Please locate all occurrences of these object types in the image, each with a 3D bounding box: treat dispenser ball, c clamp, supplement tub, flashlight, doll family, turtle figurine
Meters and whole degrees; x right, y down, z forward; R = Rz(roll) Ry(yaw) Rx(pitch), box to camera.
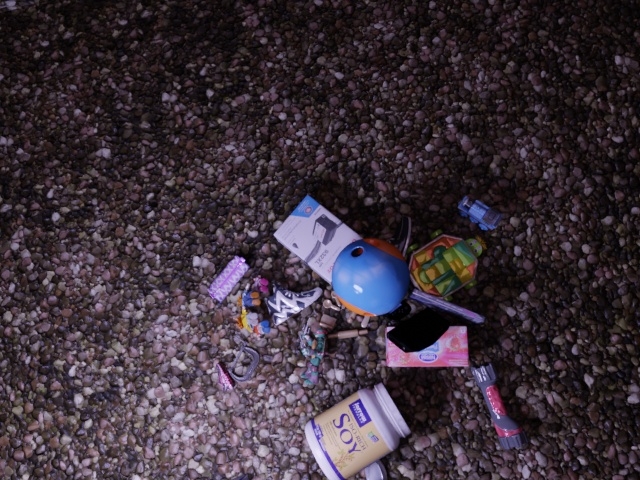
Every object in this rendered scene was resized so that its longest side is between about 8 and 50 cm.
[{"bbox_3d":[0.184,0.135,1.768,0.288,0.288,0.288,-1,78,4],"label":"treat dispenser ball"},{"bbox_3d":[-0.322,0.487,1.945,0.137,0.022,0.161,23,79,4],"label":"c clamp"},{"bbox_3d":[0.137,0.695,1.750,0.331,0.241,0.241,-31,77,-2],"label":"supplement tub"},{"bbox_3d":[0.671,0.613,1.795,0.103,0.103,0.304,-18,78,2],"label":"flashlight"},{"bbox_3d":[-0.286,0.267,1.923,0.118,0.163,0.263,4,77,-26],"label":"doll family"},{"bbox_3d":[-0.028,0.427,1.862,0.118,0.175,0.234,6,90,3],"label":"turtle figurine"}]

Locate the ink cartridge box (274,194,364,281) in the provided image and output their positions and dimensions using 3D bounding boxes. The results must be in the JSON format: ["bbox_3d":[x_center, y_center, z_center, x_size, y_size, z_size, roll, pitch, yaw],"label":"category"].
[{"bbox_3d":[0.000,0.000,1.966,0.307,0.129,0.223,39,84,11],"label":"ink cartridge box"}]

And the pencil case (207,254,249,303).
[{"bbox_3d":[-0.383,0.156,1.984,0.086,0.088,0.206,36,82,9],"label":"pencil case"}]

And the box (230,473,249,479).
[{"bbox_3d":[-0.301,0.965,1.785,0.072,0.126,0.137,-20,77,2],"label":"box"}]

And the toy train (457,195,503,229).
[{"bbox_3d":[0.646,-0.113,1.951,0.184,0.105,0.080,36,83,11],"label":"toy train"}]

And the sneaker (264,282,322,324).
[{"bbox_3d":[-0.121,0.220,1.946,0.235,0.094,0.153,-33,86,7],"label":"sneaker"}]

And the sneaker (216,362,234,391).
[{"bbox_3d":[-0.397,0.552,1.926,0.057,0.047,0.119,-33,76,9],"label":"sneaker"}]

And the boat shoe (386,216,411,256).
[{"bbox_3d":[0.299,0.042,1.942,0.091,0.114,0.303,13,78,1],"label":"boat shoe"}]

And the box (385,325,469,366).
[{"bbox_3d":[0.402,0.407,1.840,0.299,0.142,0.154,-1,79,4],"label":"box"}]

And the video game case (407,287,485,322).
[{"bbox_3d":[0.474,0.256,1.839,0.274,0.196,0.026,23,80,9],"label":"video game case"}]

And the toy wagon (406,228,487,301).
[{"bbox_3d":[0.521,0.084,1.938,0.344,0.068,0.267,-31,78,-2],"label":"toy wagon"}]

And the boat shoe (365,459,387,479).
[{"bbox_3d":[0.217,0.924,1.775,0.079,0.081,0.228,-11,78,2],"label":"boat shoe"}]

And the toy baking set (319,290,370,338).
[{"bbox_3d":[0.120,0.296,1.943,0.256,0.030,0.197,-4,78,4],"label":"toy baking set"}]

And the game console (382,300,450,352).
[{"bbox_3d":[0.295,0.284,1.816,0.213,0.044,0.361,-25,38,-29],"label":"game console"}]
